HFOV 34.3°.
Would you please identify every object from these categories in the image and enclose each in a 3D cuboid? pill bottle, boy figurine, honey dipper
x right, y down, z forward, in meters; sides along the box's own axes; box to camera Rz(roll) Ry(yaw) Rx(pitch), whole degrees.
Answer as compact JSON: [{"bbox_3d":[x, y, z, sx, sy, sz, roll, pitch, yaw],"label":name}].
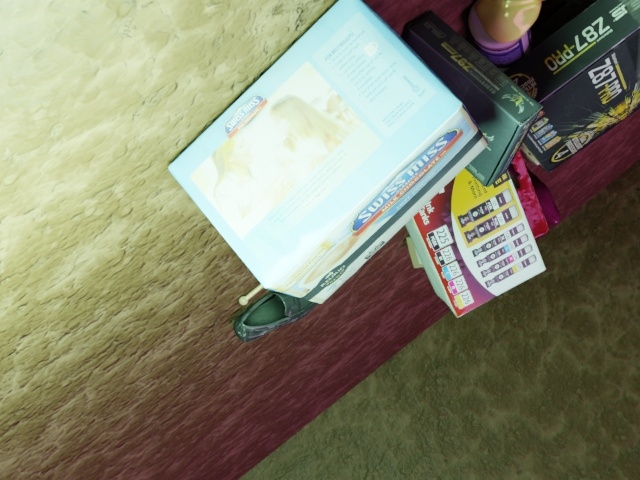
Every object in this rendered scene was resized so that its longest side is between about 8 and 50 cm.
[{"bbox_3d":[0.299,-0.338,1.707,0.094,0.094,0.169,-42,163,5],"label":"pill bottle"},{"bbox_3d":[0.342,-0.424,1.546,0.285,0.092,0.177,-54,164,29],"label":"boy figurine"},{"bbox_3d":[-0.094,0.074,2.017,0.160,0.030,0.030,-40,164,5],"label":"honey dipper"}]

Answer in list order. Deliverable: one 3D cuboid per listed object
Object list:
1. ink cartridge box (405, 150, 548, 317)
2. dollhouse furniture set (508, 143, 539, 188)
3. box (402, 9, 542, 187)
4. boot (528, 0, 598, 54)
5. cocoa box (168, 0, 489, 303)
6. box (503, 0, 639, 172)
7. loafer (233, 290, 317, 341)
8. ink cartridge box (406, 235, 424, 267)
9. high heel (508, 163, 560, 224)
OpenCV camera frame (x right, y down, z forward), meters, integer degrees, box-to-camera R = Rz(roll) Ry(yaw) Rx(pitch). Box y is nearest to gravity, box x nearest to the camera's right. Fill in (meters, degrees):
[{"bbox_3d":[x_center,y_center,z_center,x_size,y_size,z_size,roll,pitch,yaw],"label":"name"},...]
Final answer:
[{"bbox_3d":[0.305,-0.058,1.992,0.271,0.309,0.130,-29,-154,-3],"label":"ink cartridge box"},{"bbox_3d":[0.299,-0.167,2.239,0.303,0.174,0.355,-47,-170,1],"label":"dollhouse furniture set"},{"bbox_3d":[0.214,-0.214,1.592,0.059,0.232,0.183,-40,165,-25],"label":"box"},{"bbox_3d":[0.562,-0.364,2.115,0.367,0.146,0.445,-30,159,-1],"label":"boot"},{"bbox_3d":[0.017,-0.116,1.413,0.347,0.231,0.228,-43,162,8],"label":"cocoa box"},{"bbox_3d":[0.479,-0.283,1.847,0.318,0.097,0.395,-38,159,11],"label":"box"},{"bbox_3d":[-0.077,0.136,2.131,0.223,0.076,0.078,-29,168,-23],"label":"loafer"},{"bbox_3d":[0.358,-0.005,2.503,0.193,0.088,0.234,-27,-163,-37],"label":"ink cartridge box"},{"bbox_3d":[0.482,-0.106,2.474,0.127,0.181,0.377,-47,176,14],"label":"high heel"}]
